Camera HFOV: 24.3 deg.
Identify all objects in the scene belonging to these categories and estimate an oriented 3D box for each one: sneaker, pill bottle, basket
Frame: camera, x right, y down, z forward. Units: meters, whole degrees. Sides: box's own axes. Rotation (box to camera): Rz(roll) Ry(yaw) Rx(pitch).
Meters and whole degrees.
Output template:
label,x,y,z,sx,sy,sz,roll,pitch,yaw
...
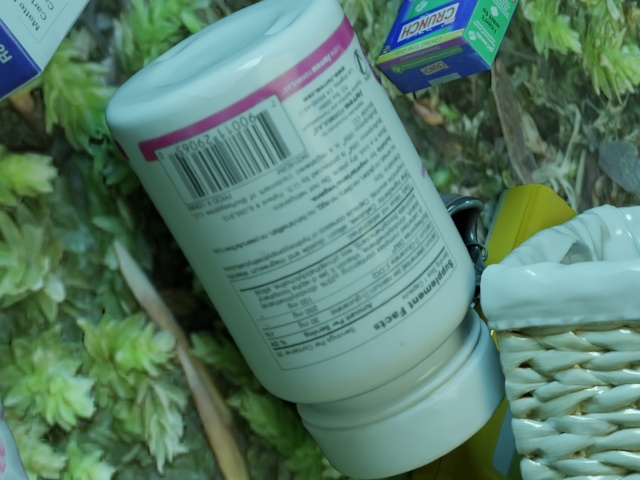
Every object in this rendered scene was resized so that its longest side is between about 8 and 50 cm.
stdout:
label,x,y,z,sx,sy,sz,roll,pitch,yaw
sneaker,0.091,0.037,1.086,0.061,0.065,0.158,14,74,-42
pill bottle,0.000,0.000,0.938,0.160,0.160,0.283,-45,115,-38
basket,0.319,0.104,0.995,0.328,0.331,0.266,-22,103,-66

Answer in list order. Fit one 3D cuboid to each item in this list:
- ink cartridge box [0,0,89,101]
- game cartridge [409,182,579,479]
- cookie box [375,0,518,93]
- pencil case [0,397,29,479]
label,x,y,z,sx,sy,sz,roll,pitch,yaw
ink cartridge box,-0.213,-0.191,0.794,0.223,0.045,0.224,52,34,-26
game cartridge,0.200,0.163,1.183,0.285,0.052,0.324,38,58,-33
cookie box,0.100,-0.169,1.107,0.040,0.092,0.107,41,58,-29
pencil case,-0.182,0.185,0.771,0.124,0.113,0.273,-32,107,-52
